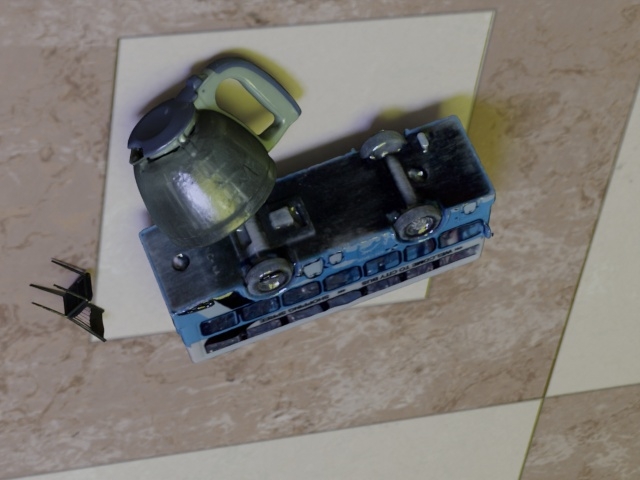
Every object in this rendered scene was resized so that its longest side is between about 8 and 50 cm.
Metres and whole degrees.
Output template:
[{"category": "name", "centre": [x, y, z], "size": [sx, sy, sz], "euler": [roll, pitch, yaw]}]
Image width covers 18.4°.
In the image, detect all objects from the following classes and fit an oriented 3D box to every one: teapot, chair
[{"category": "teapot", "centre": [-0.091, -0.073, 1.624], "size": [0.149, 0.111, 0.108], "euler": [-32, 124, 11]}, {"category": "chair", "centre": [-0.210, 0.052, 1.731], "size": [0.042, 0.037, 0.086], "euler": [-38, 132, 26]}]

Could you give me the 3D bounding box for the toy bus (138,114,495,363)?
[{"category": "toy bus", "centre": [0.000, 0.000, 1.725], "size": [0.297, 0.106, 0.131], "euler": [-20, 151, -8]}]
